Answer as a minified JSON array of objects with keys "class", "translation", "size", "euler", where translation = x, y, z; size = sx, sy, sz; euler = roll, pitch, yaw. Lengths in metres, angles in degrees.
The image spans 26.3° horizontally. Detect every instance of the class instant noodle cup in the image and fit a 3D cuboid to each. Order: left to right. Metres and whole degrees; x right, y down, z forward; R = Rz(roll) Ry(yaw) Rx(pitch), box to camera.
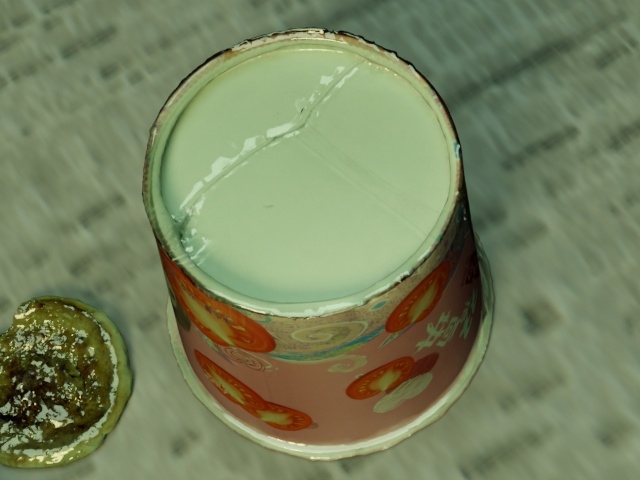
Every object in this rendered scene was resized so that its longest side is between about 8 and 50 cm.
[{"class":"instant noodle cup","translation":[0.000,0.000,0.906],"size":[0.243,0.231,0.243],"euler":[-1,67,3]}]

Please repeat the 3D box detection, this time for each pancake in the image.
[{"class":"pancake","translation":[-0.195,0.103,0.993],"size":[0.116,0.022,0.129],"euler":[10,73,10]}]
